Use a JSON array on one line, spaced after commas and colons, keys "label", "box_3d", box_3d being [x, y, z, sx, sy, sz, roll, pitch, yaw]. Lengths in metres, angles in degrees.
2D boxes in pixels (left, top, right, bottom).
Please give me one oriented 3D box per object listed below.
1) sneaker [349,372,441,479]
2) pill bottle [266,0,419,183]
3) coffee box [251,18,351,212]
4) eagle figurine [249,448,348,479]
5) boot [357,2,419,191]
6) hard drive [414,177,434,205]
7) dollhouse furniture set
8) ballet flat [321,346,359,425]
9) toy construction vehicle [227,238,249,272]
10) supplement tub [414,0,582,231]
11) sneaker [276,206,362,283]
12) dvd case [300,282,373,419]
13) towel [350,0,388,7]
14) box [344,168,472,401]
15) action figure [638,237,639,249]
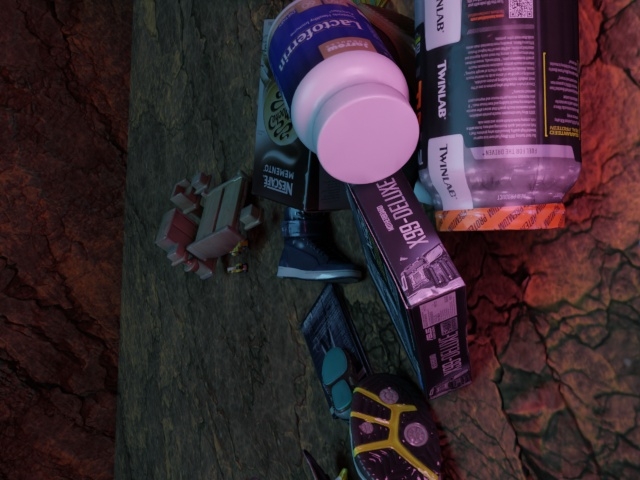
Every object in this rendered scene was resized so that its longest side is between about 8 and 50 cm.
[{"label": "sneaker", "box_3d": [0.122, 0.391, 1.142, 0.147, 0.145, 0.384, 102, 159, -52]}, {"label": "pill bottle", "box_3d": [0.026, -0.199, 0.951, 0.264, 0.153, 0.153, -111, 33, -46]}, {"label": "coffee box", "box_3d": [-0.014, -0.207, 1.217, 0.168, 0.119, 0.297, 20, 109, 49]}, {"label": "eagle figurine", "box_3d": [0.014, 0.497, 1.279, 0.298, 0.226, 0.225, 2, 56, 46]}, {"label": "boot", "box_3d": [0.098, -0.216, 1.092, 0.248, 0.090, 0.206, 49, 128, 33]}, {"label": "hard drive", "box_3d": [0.105, -0.184, 1.195, 0.308, 0.040, 0.202, 23, 111, 50]}, {"label": "dollhouse furniture set", "box_3d": [-0.221, -0.058, 1.848, 0.356, 0.174, 0.303, -24, 41, 32]}, {"label": "ballet flat", "box_3d": [0.044, 0.264, 1.310, 0.188, 0.070, 0.070, -100, 20, -64]}, {"label": "toy construction vehicle", "box_3d": [-0.212, 0.040, 1.853, 0.098, 0.035, 0.085, -12, 81, 62]}, {"label": "supplement tub", "box_3d": [0.212, -0.169, 0.885, 0.194, 0.194, 0.315, -2, 89, 62]}, {"label": "sneaker", "box_3d": [-0.002, 0.000, 1.408, 0.226, 0.086, 0.163, 4, 86, 50]}, {"label": "dvd case", "box_3d": [0.027, 0.211, 1.433, 0.164, 0.018, 0.221, -60, 41, 42]}, {"label": "towel", "box_3d": [0.111, -0.466, 1.241, 0.237, 0.021, 0.102, -45, 54, 53]}, {"label": "box", "box_3d": [0.124, 0.053, 1.027, 0.307, 0.077, 0.242, 70, 177, -56]}, {"label": "action figure", "box_3d": [0.443, -0.025, 0.523, 0.275, 0.248, 0.370, -84, 10, -56]}]
